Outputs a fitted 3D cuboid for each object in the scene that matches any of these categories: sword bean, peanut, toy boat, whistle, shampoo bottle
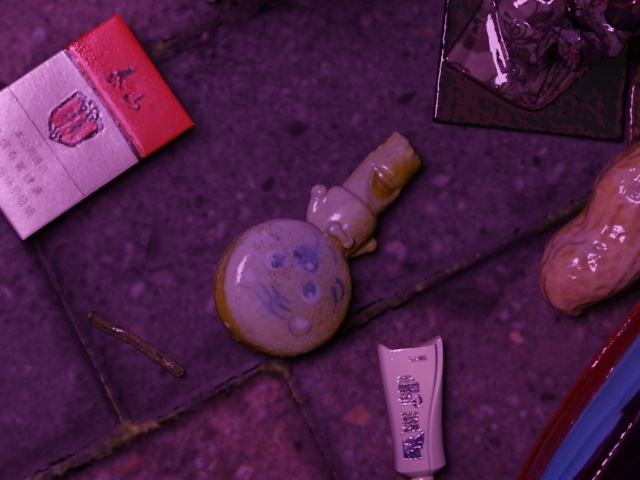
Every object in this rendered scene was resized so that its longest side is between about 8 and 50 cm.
[{"bbox_3d":[-0.137,0.076,1.459,0.083,0.012,0.012,32,85,-9],"label":"sword bean"},{"bbox_3d":[0.231,-0.017,1.494,0.080,0.080,0.174,41,94,-9],"label":"peanut"},{"bbox_3d":[0.288,0.102,1.517,0.392,0.079,0.136,-45,108,-9],"label":"toy boat"},{"bbox_3d":[0.000,0.000,1.469,0.104,0.057,0.198,45,75,-20],"label":"whistle"},{"bbox_3d":[0.075,0.145,1.492,0.049,0.034,0.141,-7,94,-17],"label":"shampoo bottle"}]

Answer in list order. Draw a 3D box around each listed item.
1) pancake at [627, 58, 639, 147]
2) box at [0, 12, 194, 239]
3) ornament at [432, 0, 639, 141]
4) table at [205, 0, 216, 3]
[{"bbox_3d":[0.327,-0.104,1.548,0.190,0.020,0.184,-26,95,-9],"label":"pancake"},{"bbox_3d":[-0.183,-0.082,1.429,0.152,0.048,0.100,-35,99,-7],"label":"box"},{"bbox_3d":[0.187,-0.166,1.429,0.153,0.196,0.166,5,89,-12],"label":"ornament"},{"bbox_3d":[-0.050,-0.253,1.376,0.166,0.198,0.167,0,92,-12],"label":"table"}]
